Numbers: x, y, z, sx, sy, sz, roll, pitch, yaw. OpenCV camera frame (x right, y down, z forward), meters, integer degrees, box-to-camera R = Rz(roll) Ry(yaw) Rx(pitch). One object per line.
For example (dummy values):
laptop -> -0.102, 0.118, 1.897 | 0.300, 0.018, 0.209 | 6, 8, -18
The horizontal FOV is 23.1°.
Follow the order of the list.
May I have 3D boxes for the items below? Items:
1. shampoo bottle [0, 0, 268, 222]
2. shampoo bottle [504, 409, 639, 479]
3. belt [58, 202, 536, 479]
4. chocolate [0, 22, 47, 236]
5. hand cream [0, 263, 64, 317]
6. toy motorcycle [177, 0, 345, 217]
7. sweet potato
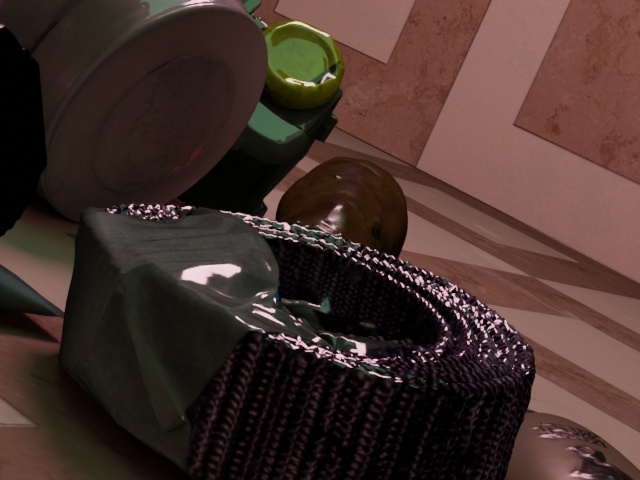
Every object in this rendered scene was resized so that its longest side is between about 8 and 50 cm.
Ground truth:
shampoo bottle -> -0.205, -0.173, 1.342 | 0.266, 0.273, 0.273 | 44, 17, 28
shampoo bottle -> 0.152, 0.161, 0.946 | 0.127, 0.078, 0.257 | 9, 10, -10
belt -> -0.015, 0.066, 0.913 | 0.260, 0.122, 0.325 | 12, 13, -20
chocolate -> -0.284, -0.073, 1.071 | 0.133, 0.156, 0.156 | 9, -1, 32
hand cream -> -0.280, -0.014, 0.891 | 0.111, 0.070, 0.312 | 28, 5, 41
toy motorcycle -> -0.152, -0.168, 1.569 | 0.326, 0.200, 0.191 | 38, -32, 3
sweet potato -> 0.004, 0.001, 1.421 | 0.130, 0.130, 0.422 | 25, 17, 6
